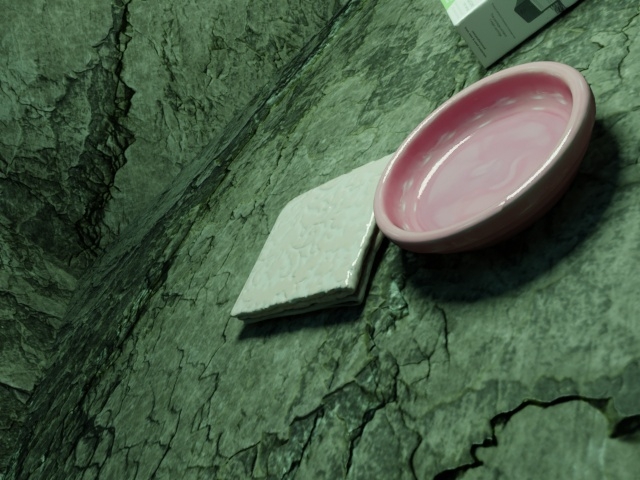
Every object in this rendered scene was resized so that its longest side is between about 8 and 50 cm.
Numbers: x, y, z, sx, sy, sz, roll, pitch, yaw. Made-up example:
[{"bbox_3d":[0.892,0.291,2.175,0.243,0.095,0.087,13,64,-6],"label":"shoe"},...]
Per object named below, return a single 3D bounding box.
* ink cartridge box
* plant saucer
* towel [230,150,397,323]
[{"bbox_3d":[0.379,-0.480,1.032,0.273,0.115,0.198,-34,29,25],"label":"ink cartridge box"},{"bbox_3d":[0.227,-0.105,0.780,0.332,0.084,0.332,-35,28,22],"label":"plant saucer"},{"bbox_3d":[0.000,0.000,1.011,0.332,0.053,0.316,-18,39,46],"label":"towel"}]
